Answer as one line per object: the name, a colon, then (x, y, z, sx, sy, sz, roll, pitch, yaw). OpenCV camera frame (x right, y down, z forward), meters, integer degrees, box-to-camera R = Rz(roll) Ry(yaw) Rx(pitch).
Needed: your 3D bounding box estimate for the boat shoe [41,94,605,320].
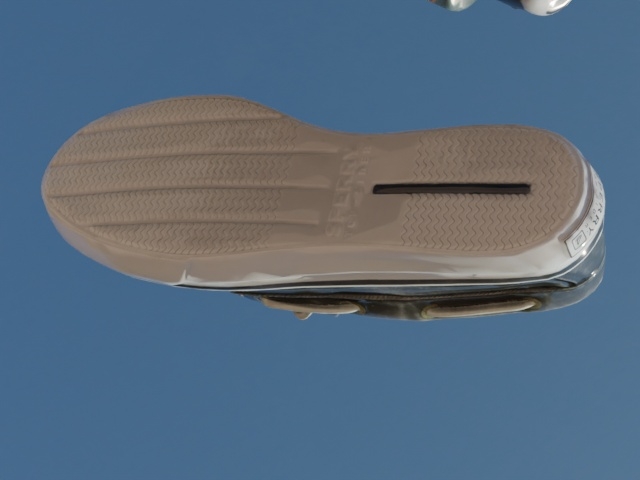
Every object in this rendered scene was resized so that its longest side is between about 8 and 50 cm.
boat shoe: (0.000, 0.000, 1.019, 0.335, 0.119, 0.121, 7, -122, 23)

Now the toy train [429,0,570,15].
toy train: (0.011, -0.237, 1.000, 0.334, 0.190, 0.142, 26, -111, 24)
